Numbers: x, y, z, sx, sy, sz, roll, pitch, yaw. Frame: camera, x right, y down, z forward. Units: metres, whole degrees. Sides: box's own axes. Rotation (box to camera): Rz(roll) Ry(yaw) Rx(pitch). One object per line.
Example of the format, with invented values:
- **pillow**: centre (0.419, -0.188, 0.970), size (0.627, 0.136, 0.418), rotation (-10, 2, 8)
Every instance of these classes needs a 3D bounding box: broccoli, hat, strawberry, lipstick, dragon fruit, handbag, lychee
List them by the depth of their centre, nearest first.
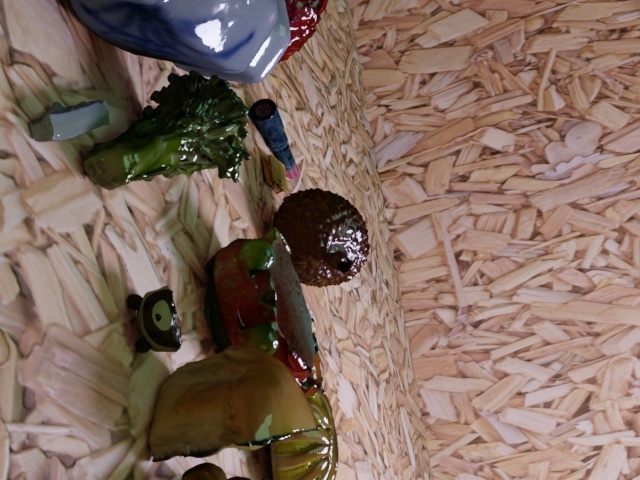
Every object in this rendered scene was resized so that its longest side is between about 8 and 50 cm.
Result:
- **hat**: centre (-0.199, 0.098, 1.339), size (0.076, 0.059, 0.077), rotation (-120, -161, -74)
- **broccoli**: centre (-0.204, -0.126, 1.406), size (0.304, 0.165, 0.145), rotation (-45, 130, -63)
- **dragon fruit**: centre (-0.087, 0.110, 1.675), size (0.268, 0.130, 0.295), rotation (-89, 162, -49)
- **strawberry**: centre (-0.091, -0.460, 2.032), size (0.274, 0.221, 0.274), rotation (-10, 90, -75)
- **lychee**: centre (0.000, 0.000, 2.063), size (0.238, 0.200, 0.200), rotation (54, -12, 52)
- **handbag**: centre (-0.091, -0.130, 2.169), size (0.083, 0.027, 0.061), rotation (39, 40, -69)
- **lipstick**: centre (-0.081, -0.195, 2.221), size (0.234, 0.054, 0.053), rotation (62, 19, -57)

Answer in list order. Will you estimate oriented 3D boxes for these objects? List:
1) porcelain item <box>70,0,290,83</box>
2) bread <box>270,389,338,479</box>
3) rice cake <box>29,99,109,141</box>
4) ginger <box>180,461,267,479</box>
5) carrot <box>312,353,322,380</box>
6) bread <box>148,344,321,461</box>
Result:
- **porcelain item**: centre (-0.182, -0.323, 1.404), size (0.405, 0.243, 0.178), rotation (24, 80, -74)
- **bread**: centre (-0.025, 0.328, 1.762), size (0.213, 0.105, 0.213), rotation (1, 90, -84)
- **rice cake**: centre (-0.281, -0.140, 1.255), size (0.180, 0.031, 0.042), rotation (-54, 136, -75)
- **ginger**: centre (-0.097, 0.409, 1.311), size (0.274, 0.152, 0.357), rotation (61, 3, 24)
- **carrot**: centre (-0.050, 0.177, 1.915), size (0.087, 0.087, 0.193), rotation (15, 62, -77)
- **bread**: centre (-0.111, 0.201, 1.398), size (0.252, 0.174, 0.132), rotation (20, 56, -71)
